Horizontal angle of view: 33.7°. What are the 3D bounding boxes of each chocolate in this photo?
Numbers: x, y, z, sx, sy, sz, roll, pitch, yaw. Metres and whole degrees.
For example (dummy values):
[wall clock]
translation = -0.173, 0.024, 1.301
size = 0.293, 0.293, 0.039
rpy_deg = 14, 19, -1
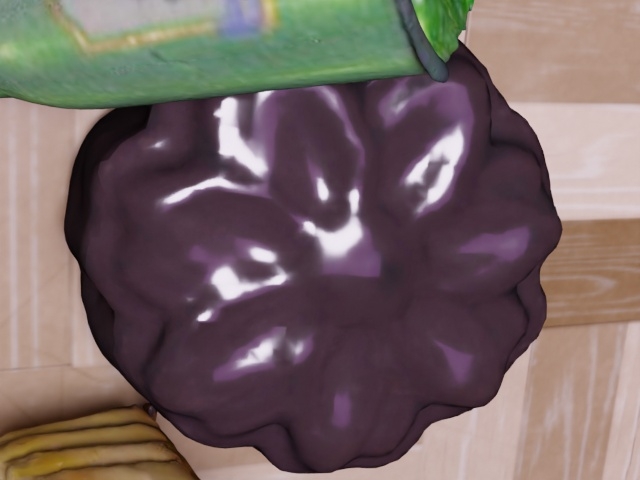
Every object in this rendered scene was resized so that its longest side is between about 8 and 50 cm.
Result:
[chocolate]
translation = -0.083, -0.109, 0.489
size = 0.291, 0.110, 0.110
rpy_deg = -5, 115, 24

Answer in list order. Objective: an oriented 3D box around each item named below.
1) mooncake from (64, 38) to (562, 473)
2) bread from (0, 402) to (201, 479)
[mooncake]
translation = 0.000, 0.000, 0.610
size = 0.283, 0.141, 0.283
rpy_deg = -6, 107, -18
[bread]
translation = -0.104, 0.219, 0.571
size = 0.149, 0.274, 0.274
rpy_deg = -22, 114, -24
